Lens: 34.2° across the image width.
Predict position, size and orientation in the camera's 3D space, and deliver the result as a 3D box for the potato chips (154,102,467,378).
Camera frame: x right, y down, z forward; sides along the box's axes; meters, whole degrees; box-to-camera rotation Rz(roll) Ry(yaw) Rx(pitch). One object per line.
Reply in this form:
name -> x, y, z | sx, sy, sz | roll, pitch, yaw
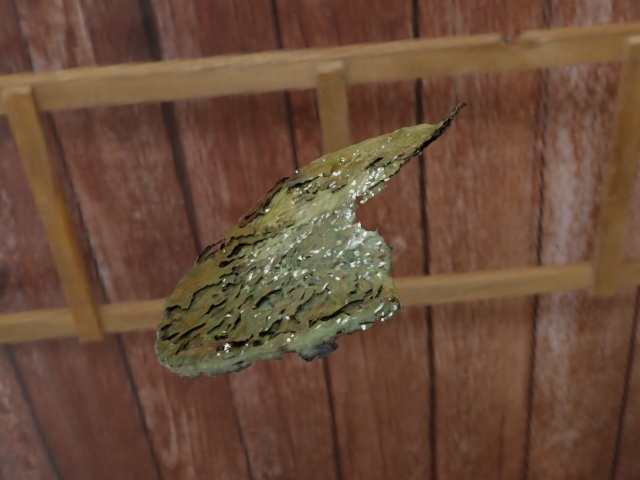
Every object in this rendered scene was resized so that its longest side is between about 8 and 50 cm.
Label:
potato chips -> -0.002, -0.003, 0.596 | 0.202, 0.220, 0.029 | -10, 122, 47
